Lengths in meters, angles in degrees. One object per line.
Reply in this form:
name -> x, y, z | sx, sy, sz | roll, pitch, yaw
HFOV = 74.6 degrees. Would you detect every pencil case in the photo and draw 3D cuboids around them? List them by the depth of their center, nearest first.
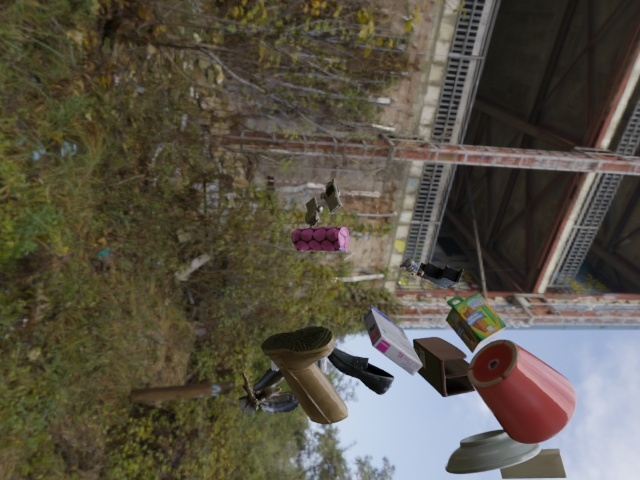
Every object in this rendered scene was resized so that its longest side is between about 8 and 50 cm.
pencil case -> 0.000, 0.000, 1.561 | 0.095, 0.210, 0.098 | -59, 140, -41

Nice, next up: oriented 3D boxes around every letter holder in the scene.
letter holder -> 0.550, 0.517, 1.783 | 0.302, 0.215, 0.151 | -162, -114, -82

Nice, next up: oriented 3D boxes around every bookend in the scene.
bookend -> 0.551, 0.148, 1.949 | 0.156, 0.157, 0.072 | 106, 10, -72

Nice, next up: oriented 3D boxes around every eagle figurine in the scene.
eagle figurine -> -0.252, 0.776, 2.158 | 0.225, 0.298, 0.226 | 11, -85, 39

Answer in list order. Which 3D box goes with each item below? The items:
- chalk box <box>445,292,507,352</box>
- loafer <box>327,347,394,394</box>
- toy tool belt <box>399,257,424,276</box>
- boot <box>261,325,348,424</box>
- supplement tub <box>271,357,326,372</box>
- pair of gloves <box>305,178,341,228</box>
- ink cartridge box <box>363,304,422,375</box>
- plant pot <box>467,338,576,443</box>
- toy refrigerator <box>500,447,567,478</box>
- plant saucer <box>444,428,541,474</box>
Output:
chalk box -> 0.798, 0.410, 2.231 | 0.288, 0.180, 0.179 | 55, -19, 29
loafer -> 0.123, 0.388, 1.297 | 0.078, 0.223, 0.076 | -59, 178, 18
toy tool belt -> 0.339, 0.110, 1.571 | 0.083, 0.051, 0.052 | 48, -6, 15
boot -> 0.000, 0.345, 1.055 | 0.236, 0.089, 0.269 | -14, -66, 43
supplement tub -> -0.078, 0.418, 1.557 | 0.144, 0.200, 0.144 | 180, -90, -89
pair of gloves -> 0.003, -0.185, 2.129 | 0.240, 0.042, 0.204 | -36, -141, 30
ink cartridge box -> 0.255, 0.358, 1.559 | 0.065, 0.186, 0.311 | -51, -172, 10
plant pot -> 0.643, 0.478, 1.387 | 0.275, 0.243, 0.275 | -44, -170, 10
toy refrigerator -> 0.969, 1.028, 1.936 | 0.094, 0.270, 0.102 | 18, 59, -62
plant saucer -> 0.712, 0.881, 1.785 | 0.400, 0.401, 0.100 | 111, -33, -65
